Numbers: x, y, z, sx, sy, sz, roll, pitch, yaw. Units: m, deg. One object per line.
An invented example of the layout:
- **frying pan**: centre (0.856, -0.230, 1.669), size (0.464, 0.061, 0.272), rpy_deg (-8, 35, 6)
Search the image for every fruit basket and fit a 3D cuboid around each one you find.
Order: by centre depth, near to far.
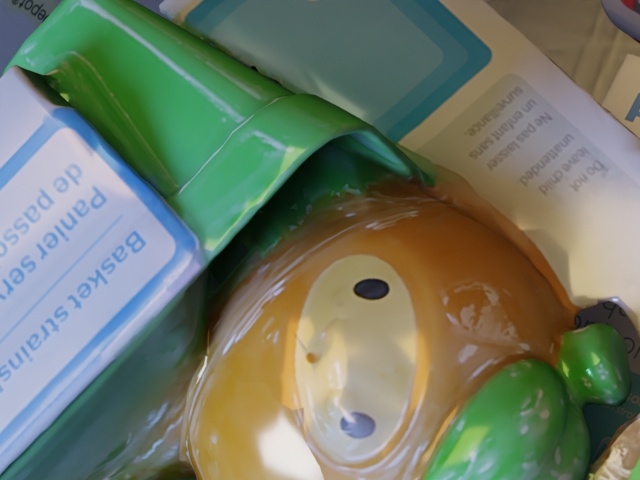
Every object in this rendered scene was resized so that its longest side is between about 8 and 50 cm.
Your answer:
- **fruit basket**: centre (-0.009, 0.107, 0.482), size (0.327, 0.165, 0.353), rpy_deg (-45, 58, 5)

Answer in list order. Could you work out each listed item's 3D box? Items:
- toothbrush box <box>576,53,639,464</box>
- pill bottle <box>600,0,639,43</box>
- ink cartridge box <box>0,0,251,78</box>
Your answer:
- **toothbrush box**: centre (0.139, 0.121, 0.572), size (0.216, 0.126, 0.295), rpy_deg (26, 82, 31)
- **pill bottle**: centre (0.196, -0.077, 0.629), size (0.180, 0.108, 0.108), rpy_deg (39, 90, 29)
- **ink cartridge box**: centre (-0.127, -0.092, 0.724), size (0.117, 0.201, 0.278), rpy_deg (23, 83, 30)
